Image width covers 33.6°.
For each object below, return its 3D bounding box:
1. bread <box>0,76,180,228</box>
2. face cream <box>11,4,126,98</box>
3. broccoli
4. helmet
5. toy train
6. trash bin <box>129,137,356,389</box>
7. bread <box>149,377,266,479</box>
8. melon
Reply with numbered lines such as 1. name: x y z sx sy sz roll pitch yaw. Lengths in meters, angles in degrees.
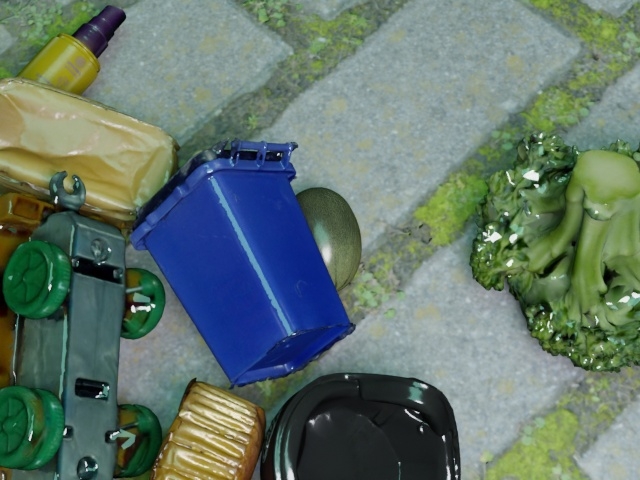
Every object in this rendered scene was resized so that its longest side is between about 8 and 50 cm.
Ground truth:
1. bread: -0.298 -0.098 1.283 0.241 0.107 0.136 18 73 -10
2. face cream: -0.351 -0.208 1.387 0.078 0.078 0.273 31 71 18
3. broccoli: 0.310 -0.001 1.152 0.288 0.259 0.235 5 31 11
4. helmet: 0.042 0.236 1.075 0.216 0.193 0.189 26 62 -15
5. toy train: -0.320 0.136 1.152 0.249 0.178 0.429 -10 71 33
6. trash bin: -0.074 0.022 1.147 0.184 0.163 0.234 -41 68 32
7. bread: -0.123 0.249 1.093 0.104 0.199 0.199 21 67 0
8. melon: 0.000 0.000 1.246 0.098 0.098 0.130 -8 67 1
